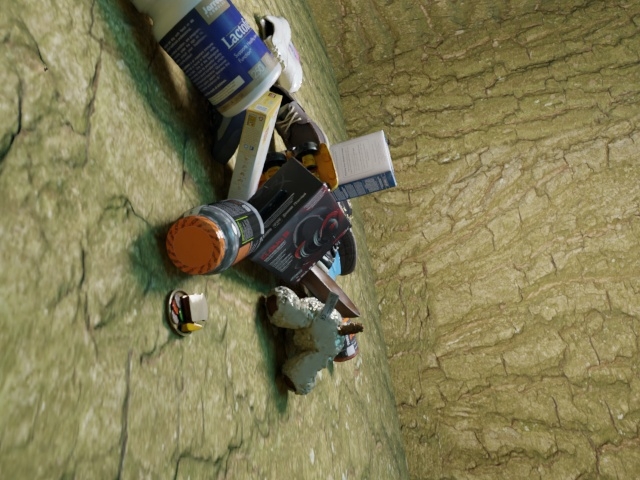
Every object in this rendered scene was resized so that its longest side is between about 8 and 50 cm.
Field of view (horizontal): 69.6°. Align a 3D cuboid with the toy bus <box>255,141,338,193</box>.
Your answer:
[{"bbox_3d":[-0.059,-0.149,1.260,0.211,0.221,0.149,54,20,-74],"label":"toy bus"}]

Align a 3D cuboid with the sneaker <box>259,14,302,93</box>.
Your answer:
[{"bbox_3d":[-0.158,-0.680,1.691,0.129,0.111,0.296,-20,92,-62],"label":"sneaker"}]

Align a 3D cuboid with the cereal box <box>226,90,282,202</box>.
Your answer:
[{"bbox_3d":[-0.147,-0.189,1.003,0.173,0.048,0.240,-80,-170,-60],"label":"cereal box"}]

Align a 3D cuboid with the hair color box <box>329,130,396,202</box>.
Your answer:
[{"bbox_3d":[0.069,-0.233,1.573,0.105,0.348,0.173,55,25,-58],"label":"hair color box"}]

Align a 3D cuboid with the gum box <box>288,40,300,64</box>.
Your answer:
[{"bbox_3d":[-0.135,-0.754,1.893,0.188,0.062,0.107,22,55,-74],"label":"gum box"}]

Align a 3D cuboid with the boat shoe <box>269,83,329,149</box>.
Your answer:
[{"bbox_3d":[-0.095,-0.365,1.448,0.130,0.132,0.355,32,20,-52],"label":"boat shoe"}]

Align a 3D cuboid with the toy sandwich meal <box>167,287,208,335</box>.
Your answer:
[{"bbox_3d":[-0.210,0.112,0.731,0.085,0.029,0.085,-14,90,-77],"label":"toy sandwich meal"}]

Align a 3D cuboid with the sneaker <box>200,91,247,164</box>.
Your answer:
[{"bbox_3d":[-0.228,-0.319,1.015,0.131,0.112,0.318,19,61,-33],"label":"sneaker"}]

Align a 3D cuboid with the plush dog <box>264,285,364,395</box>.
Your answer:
[{"bbox_3d":[-0.020,0.219,1.152,0.225,0.211,0.262,179,-104,-79],"label":"plush dog"}]

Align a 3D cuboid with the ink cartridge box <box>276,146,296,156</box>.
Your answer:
[{"bbox_3d":[-0.092,-0.166,1.382,0.046,0.097,0.206,-55,131,-73],"label":"ink cartridge box"}]

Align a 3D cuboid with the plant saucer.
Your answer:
[{"bbox_3d":[-0.007,0.113,1.306,0.310,0.050,0.310,46,3,-3],"label":"plant saucer"}]

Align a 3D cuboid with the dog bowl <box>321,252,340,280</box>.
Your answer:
[{"bbox_3d":[0.008,0.086,1.607,0.297,0.074,0.165,-80,153,-62],"label":"dog bowl"}]

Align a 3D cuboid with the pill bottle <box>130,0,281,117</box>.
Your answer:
[{"bbox_3d":[-0.210,-0.375,0.855,0.264,0.153,0.153,47,26,-27],"label":"pill bottle"}]

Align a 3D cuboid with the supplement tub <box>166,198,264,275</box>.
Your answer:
[{"bbox_3d":[-0.178,-0.008,0.797,0.190,0.117,0.116,-42,117,-76],"label":"supplement tub"}]

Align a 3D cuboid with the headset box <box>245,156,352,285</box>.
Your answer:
[{"bbox_3d":[-0.068,-0.035,1.041,0.110,0.218,0.293,43,-2,24],"label":"headset box"}]

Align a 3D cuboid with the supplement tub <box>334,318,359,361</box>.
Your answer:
[{"bbox_3d":[0.054,0.291,1.511,0.106,0.106,0.197,-66,141,-70],"label":"supplement tub"}]

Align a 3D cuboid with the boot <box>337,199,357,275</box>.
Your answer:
[{"bbox_3d":[0.075,-0.059,1.930,0.284,0.138,0.377,-37,108,-76],"label":"boot"}]

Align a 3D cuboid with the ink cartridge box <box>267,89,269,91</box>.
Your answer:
[{"bbox_3d":[-0.203,-0.450,1.310,0.225,0.056,0.180,24,53,-76],"label":"ink cartridge box"}]

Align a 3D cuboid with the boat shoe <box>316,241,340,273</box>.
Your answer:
[{"bbox_3d":[0.003,0.003,1.363,0.127,0.113,0.340,47,2,-8],"label":"boat shoe"}]
